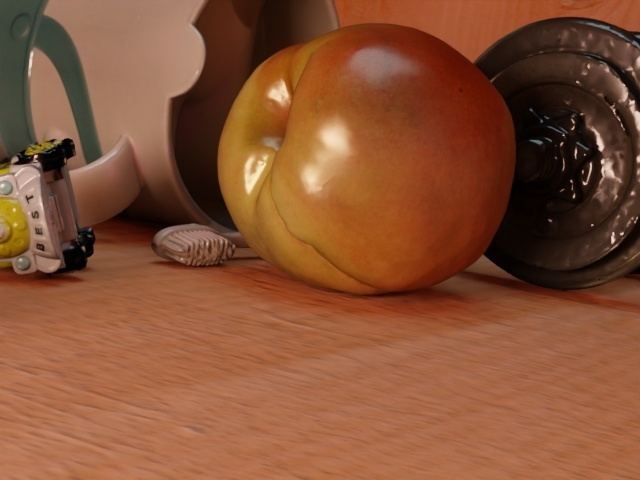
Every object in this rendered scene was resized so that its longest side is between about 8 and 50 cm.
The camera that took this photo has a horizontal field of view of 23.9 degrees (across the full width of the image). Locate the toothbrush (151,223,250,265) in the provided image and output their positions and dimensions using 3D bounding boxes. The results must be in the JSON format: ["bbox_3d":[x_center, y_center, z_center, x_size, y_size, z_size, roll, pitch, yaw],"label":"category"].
[{"bbox_3d":[0.000,0.000,1.068,0.029,0.025,0.307,23,17,37],"label":"toothbrush"}]

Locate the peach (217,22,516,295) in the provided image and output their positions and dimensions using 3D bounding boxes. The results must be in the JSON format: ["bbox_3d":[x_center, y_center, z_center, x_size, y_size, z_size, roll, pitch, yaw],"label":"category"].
[{"bbox_3d":[0.033,-0.050,0.941,0.184,0.184,0.184,7,8,-1],"label":"peach"}]

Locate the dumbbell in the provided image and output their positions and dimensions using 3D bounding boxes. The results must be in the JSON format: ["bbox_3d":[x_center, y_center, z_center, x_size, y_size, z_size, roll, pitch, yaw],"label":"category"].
[{"bbox_3d":[0.202,-0.063,1.105,0.192,0.192,0.290,11,9,29],"label":"dumbbell"}]

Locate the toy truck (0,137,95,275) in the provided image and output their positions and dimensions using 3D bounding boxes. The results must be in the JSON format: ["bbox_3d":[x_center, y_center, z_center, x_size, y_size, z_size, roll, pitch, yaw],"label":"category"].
[{"bbox_3d":[-0.176,-0.015,0.875,0.077,0.076,0.111,-10,10,1],"label":"toy truck"}]

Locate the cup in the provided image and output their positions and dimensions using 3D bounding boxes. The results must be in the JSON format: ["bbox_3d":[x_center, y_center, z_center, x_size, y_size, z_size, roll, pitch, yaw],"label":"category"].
[{"bbox_3d":[-0.143,-0.105,1.121,0.257,0.219,0.290,11,41,33],"label":"cup"}]
